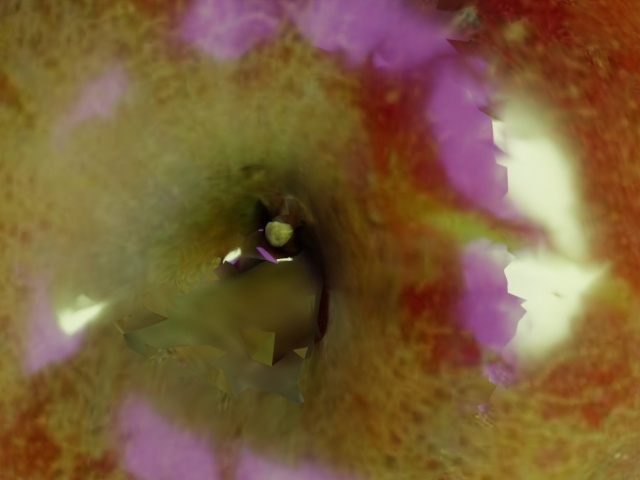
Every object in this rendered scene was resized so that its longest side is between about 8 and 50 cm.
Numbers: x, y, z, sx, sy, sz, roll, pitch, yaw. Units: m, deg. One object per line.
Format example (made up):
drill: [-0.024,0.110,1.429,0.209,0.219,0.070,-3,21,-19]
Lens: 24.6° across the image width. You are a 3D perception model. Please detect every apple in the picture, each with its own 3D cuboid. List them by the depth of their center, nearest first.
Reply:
apple: [0.000,0.000,0.563,0.349,0.277,0.348,0,87,10]
